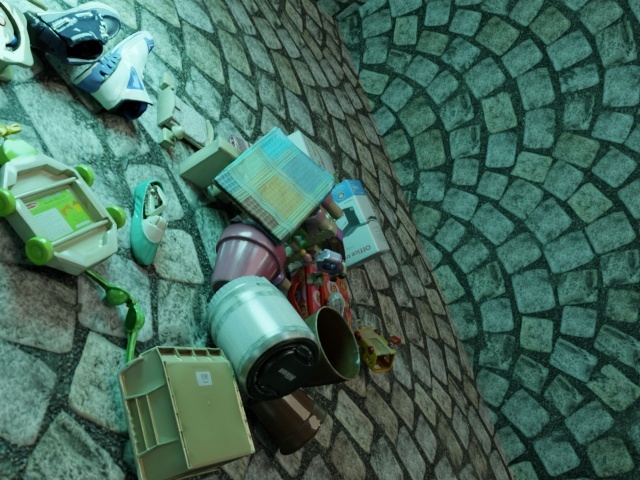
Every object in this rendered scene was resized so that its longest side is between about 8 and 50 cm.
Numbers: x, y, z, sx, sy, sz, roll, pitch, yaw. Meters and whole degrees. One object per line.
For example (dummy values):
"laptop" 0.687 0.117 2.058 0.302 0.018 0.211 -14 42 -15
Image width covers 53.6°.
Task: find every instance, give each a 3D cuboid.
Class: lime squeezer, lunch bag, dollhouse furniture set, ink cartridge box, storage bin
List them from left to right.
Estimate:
"lime squeezer" -0.456 0.155 1.399 0.109 0.058 0.311 -27 91 -34
"storage bin" -0.288 0.372 1.375 0.262 0.123 0.261 23 45 -63
"dollhouse furniture set" -0.337 -0.348 1.978 0.303 0.173 0.356 35 37 -47
"ink cartridge box" -0.042 -0.289 2.536 0.278 0.117 0.202 26 40 -61
"lunch bag" -0.013 0.220 2.126 0.258 0.120 0.293 32 40 -41
"ink cartridge box" 0.101 -0.052 2.486 0.129 0.223 0.308 -5 70 -63

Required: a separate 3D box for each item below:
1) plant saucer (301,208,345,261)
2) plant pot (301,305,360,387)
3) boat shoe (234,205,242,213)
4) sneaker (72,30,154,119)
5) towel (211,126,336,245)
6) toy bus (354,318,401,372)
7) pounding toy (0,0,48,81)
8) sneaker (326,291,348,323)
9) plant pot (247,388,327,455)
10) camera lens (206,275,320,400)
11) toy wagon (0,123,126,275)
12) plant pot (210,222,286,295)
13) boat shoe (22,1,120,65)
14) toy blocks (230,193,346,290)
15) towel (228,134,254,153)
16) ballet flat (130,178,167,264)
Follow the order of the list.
"plant saucer" 0.000 0.000 2.261 0.041 0.278 0.278 -22 83 -24
"plant pot" -0.040 0.332 1.807 0.215 0.230 0.216 44 30 -34
"boat shoe" -0.262 -0.140 2.081 0.046 0.038 0.125 3 45 -14
"sneaker" -0.538 -0.438 1.754 0.182 0.127 0.316 55 32 -26
"towel" -0.123 -0.172 1.871 0.271 0.040 0.370 42 41 -3
"toy bus" 0.185 0.401 2.336 0.202 0.190 0.105 -44 149 -64
"pounding toy" -0.714 -0.501 1.403 0.154 0.154 0.270 22 46 -62
"sneaker" 0.058 0.247 2.052 0.065 0.061 0.158 59 21 -67
"plant pot" -0.097 0.449 1.682 0.165 0.167 0.167 49 26 -9
"camera lens" -0.147 0.247 1.598 0.219 0.219 0.274 35 8 -46
"toy wagon" -0.577 -0.091 1.347 0.344 0.068 0.267 53 25 -3
"plant pot" -0.218 0.082 1.780 0.201 0.201 0.180 49 43 -29
"boat shoe" -0.597 -0.524 1.640 0.158 0.127 0.340 32 32 9
"toy blocks" -0.096 -0.028 2.004 0.260 0.288 0.309 46 32 -40
"towel" -0.201 -0.237 2.308 0.329 0.037 0.237 20 46 -59
"ballet flat" -0.430 -0.059 1.603 0.083 0.087 0.248 34 37 -47
